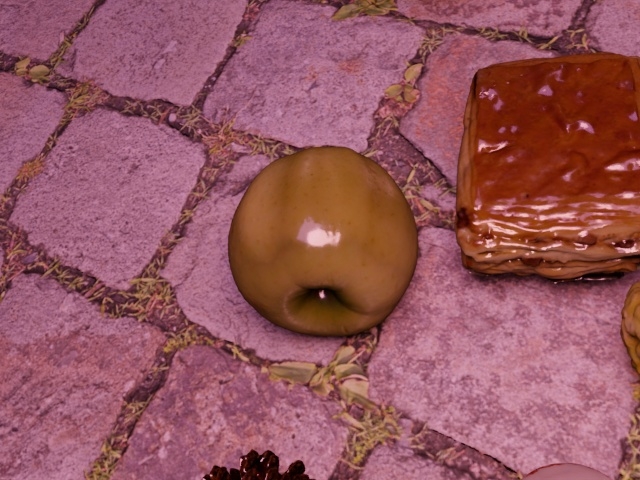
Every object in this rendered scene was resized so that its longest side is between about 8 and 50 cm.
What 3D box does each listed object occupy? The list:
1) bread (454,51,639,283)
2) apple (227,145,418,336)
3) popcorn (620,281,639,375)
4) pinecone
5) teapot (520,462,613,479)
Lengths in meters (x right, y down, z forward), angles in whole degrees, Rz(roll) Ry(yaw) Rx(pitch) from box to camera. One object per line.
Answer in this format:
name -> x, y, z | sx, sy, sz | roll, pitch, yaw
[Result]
bread -> 0.333, -0.096, 1.008 | 0.278, 0.167, 0.324 | -2, 63, 14
apple -> 0.000, 0.000, 1.016 | 0.279, 0.279, 0.279 | -6, 62, 12
popcorn -> 0.478, 0.090, 0.842 | 0.259, 0.212, 0.259 | -21, 54, 32
pinecone -> -0.094, 0.349, 0.904 | 0.165, 0.163, 0.162 | -12, 60, 24
teapot -> 0.306, 0.339, 0.836 | 0.246, 0.116, 0.159 | -16, 49, -1
